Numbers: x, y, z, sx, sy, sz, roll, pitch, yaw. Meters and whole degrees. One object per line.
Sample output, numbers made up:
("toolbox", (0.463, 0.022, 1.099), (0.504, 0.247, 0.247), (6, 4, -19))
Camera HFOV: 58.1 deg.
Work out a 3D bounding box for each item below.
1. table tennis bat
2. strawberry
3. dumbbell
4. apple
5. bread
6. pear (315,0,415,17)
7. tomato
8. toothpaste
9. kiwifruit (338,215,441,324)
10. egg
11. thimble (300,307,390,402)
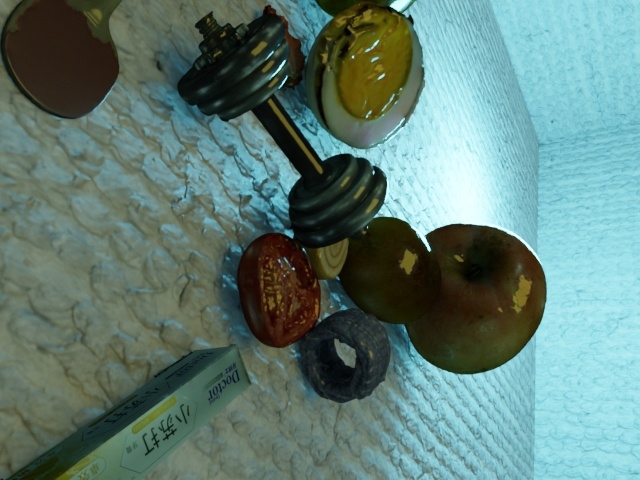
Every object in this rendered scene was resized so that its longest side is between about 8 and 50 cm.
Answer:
("table tennis bat", (-0.284, -0.248, 0.685), (0.131, 0.022, 0.235), (49, 45, -41))
("strawberry", (-0.075, -0.337, 1.022), (0.103, 0.048, 0.152), (-12, 84, -52))
("dumbbell", (-0.046, -0.154, 0.859), (0.406, 0.179, 0.179), (52, 41, -26))
("apple", (0.348, 0.140, 1.325), (0.305, 0.338, 0.339), (69, 30, -47))
("bread", (0.000, 0.000, 1.044), (0.122, 0.073, 0.149), (59, 40, -41))
("pear", (0.090, -0.564, 1.150), (0.283, 0.283, 0.284), (20, 66, -55))
("tomato", (-0.074, 0.071, 0.889), (0.166, 0.082, 0.174), (-28, 109, -57))
("toothpaste", (-0.202, 0.215, 0.643), (0.312, 0.089, 0.071), (-31, 104, -56))
("kiwifruit", (0.141, 0.065, 1.139), (0.234, 0.195, 0.196), (53, 41, -45))
("egg", (0.055, -0.322, 1.117), (0.286, 0.174, 0.265), (-14, 120, -44))
("thimble", (0.046, 0.196, 0.993), (0.097, 0.150, 0.150), (-25, 104, -58))
